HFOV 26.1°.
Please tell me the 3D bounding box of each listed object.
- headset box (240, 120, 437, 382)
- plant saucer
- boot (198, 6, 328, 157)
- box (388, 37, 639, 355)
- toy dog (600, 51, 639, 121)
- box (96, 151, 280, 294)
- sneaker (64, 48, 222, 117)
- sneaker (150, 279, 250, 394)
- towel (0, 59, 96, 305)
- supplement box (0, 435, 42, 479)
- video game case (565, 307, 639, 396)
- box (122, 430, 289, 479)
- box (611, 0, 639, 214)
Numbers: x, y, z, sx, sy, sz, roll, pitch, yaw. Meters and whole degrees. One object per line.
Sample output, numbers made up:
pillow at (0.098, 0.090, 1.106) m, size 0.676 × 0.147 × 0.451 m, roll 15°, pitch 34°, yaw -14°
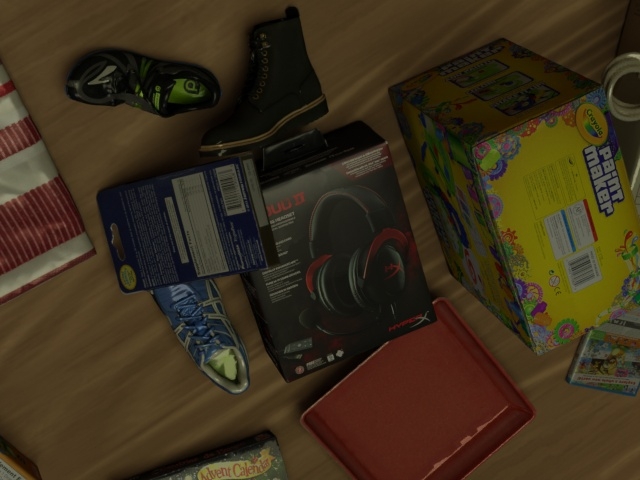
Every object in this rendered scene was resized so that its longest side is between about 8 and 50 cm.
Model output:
headset box at (0.000, 0.000, 1.744) m, size 0.218 × 0.110 × 0.293 m, roll -21°, pitch 114°, yaw -10°
plant saucer at (0.133, 0.235, 1.912) m, size 0.259 × 0.048 × 0.258 m, roll -41°, pitch 116°, yaw -2°
boot at (-0.083, -0.188, 1.649) m, size 0.198 × 0.077 × 0.137 m, roll -33°, pitch 116°, yaw -44°
box at (0.246, -0.063, 1.712) m, size 0.177 × 0.279 × 0.290 m, roll -25°, pitch 116°, yaw -9°
toy dog at (0.532, -0.176, 1.697) m, size 0.334 × 0.161 × 0.220 m, roll 29°, pitch 97°, yaw -26°
box at (-0.162, -0.017, 1.649) m, size 0.225 × 0.036 × 0.136 m, roll -11°, pitch 96°, yaw 31°
sneaker at (-0.206, -0.184, 1.625) m, size 0.188 × 0.078 × 0.067 m, roll 3°, pitch 108°, yaw -19°
sneaker at (-0.145, 0.107, 1.750) m, size 0.080 × 0.081 × 0.211 m, roll -35°, pitch 114°, yaw -2°
towel at (-0.434, -0.068, 1.616) m, size 0.237 × 0.037 × 0.329 m, roll -28°, pitch 117°, yaw -10°
supplement box at (-0.449, 0.251, 1.702) m, size 0.080 × 0.078 × 0.233 m, roll -43°, pitch 117°, yaw -4°
video game case at (0.435, 0.141, 1.998) m, size 0.119 × 0.015 × 0.166 m, roll 13°, pitch 104°, yaw -23°
box at (-0.150, 0.368, 1.842) m, size 0.233 × 0.044 × 0.159 m, roll -18°, pitch 99°, yaw -12°
box at (0.469, -0.189, 1.829) m, size 0.148 × 0.121 × 0.311 m, roll 7°, pitch 107°, yaw -22°
